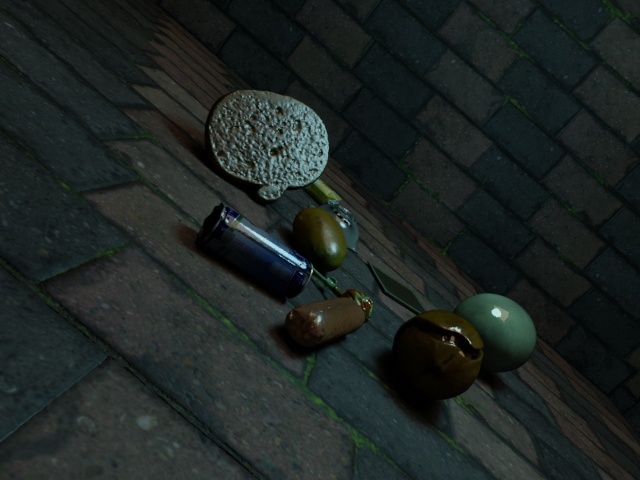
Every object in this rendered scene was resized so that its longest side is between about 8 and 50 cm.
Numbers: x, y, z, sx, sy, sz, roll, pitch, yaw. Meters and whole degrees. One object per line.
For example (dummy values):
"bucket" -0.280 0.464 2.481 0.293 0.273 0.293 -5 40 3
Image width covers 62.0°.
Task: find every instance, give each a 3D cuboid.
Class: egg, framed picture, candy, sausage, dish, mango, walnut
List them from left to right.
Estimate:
"mango" 0.003 0.000 1.481 0.152 0.120 0.221 21 31 -46
"candy" 0.018 0.111 1.330 0.288 0.084 0.078 39 8 33
"sausage" 0.016 0.163 1.092 0.086 0.086 0.289 46 16 18
"dish" 0.070 -0.066 1.907 0.236 0.086 0.228 39 15 -9
"framed picture" 0.277 0.181 1.859 0.252 0.014 0.197 33 16 -28
"walnut" 0.277 0.265 1.268 0.209 0.209 0.336 45 2 16
"egg" 0.578 0.309 1.783 0.352 0.258 0.258 33 16 -39

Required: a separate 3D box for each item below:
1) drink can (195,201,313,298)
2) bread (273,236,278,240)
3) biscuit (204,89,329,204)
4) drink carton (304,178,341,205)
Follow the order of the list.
"drink can" -0.133 0.024 1.098 0.235 0.097 0.097 34 16 -23
"bread" -0.110 0.029 1.263 0.094 0.035 0.090 48 15 26
"biscuit" -0.157 -0.278 1.598 0.395 0.349 0.070 11 -12 -29
"drink carton" 0.024 -0.172 2.131 0.200 0.074 0.084 42 15 9
